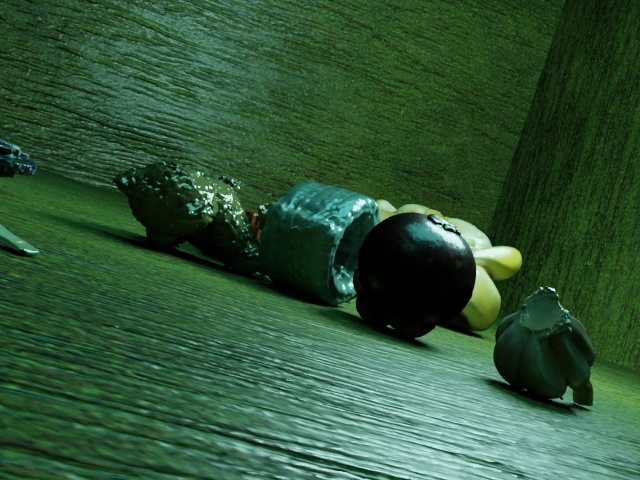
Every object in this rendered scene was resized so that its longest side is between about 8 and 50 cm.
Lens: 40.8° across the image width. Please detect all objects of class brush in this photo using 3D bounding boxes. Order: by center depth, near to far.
[{"bbox_3d":[-0.361,-0.020,0.888,0.178,0.030,0.033,30,-2,25],"label":"brush"}]

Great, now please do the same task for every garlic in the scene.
[{"bbox_3d":[0.310,0.165,1.165,0.194,0.127,0.131,51,0,-38],"label":"garlic"}]

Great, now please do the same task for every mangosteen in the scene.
[{"bbox_3d":[0.147,0.054,1.362,0.209,0.210,0.210,19,1,0],"label":"mangosteen"}]

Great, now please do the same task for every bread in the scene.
[{"bbox_3d":[0.238,0.048,2.014,0.424,0.245,0.329,24,4,35],"label":"bread"}]

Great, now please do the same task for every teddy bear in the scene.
[{"bbox_3d":[-0.224,-0.050,1.461,0.267,0.156,0.256,20,3,23],"label":"teddy bear"}]

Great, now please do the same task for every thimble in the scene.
[{"bbox_3d":[0.000,0.000,1.471,0.143,0.198,0.235,17,-6,23],"label":"thimble"}]

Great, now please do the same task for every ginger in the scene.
[{"bbox_3d":[-0.080,0.000,1.563,0.069,0.173,0.051,-4,37,-8],"label":"ginger"}]

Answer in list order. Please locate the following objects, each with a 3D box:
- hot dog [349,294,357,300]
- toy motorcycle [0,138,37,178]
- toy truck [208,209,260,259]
[{"bbox_3d":[0.027,0.077,1.690,0.099,0.065,0.147,18,-10,-15],"label":"hot dog"},{"bbox_3d":[-0.638,-0.163,1.499,0.270,0.106,0.159,14,9,-29],"label":"toy motorcycle"},{"bbox_3d":[-0.174,-0.013,1.689,0.114,0.108,0.252,18,0,-10],"label":"toy truck"}]
